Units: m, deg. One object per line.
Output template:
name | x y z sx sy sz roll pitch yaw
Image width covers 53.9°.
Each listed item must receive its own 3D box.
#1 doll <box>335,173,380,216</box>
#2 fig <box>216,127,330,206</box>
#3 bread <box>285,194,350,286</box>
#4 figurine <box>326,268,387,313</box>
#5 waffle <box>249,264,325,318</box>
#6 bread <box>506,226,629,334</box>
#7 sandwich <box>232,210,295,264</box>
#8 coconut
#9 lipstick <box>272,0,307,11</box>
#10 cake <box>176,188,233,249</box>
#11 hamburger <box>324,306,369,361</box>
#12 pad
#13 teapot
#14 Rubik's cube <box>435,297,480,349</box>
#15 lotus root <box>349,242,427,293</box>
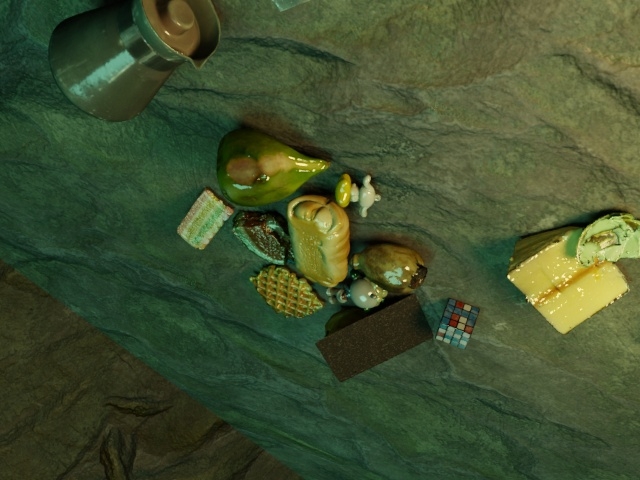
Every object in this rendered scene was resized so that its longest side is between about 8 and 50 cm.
doll | 0.092 -0.117 1.555 0.113 0.071 0.135 26 142 -11
fig | -0.114 -0.175 1.538 0.275 0.206 0.206 -1 145 -8
bread | 0.000 0.000 1.715 0.173 0.121 0.311 21 146 18
figurine | 0.109 0.152 1.870 0.197 0.093 0.147 -2 114 48
waffle | -0.114 0.169 2.085 0.243 0.058 0.238 -18 122 44
bread | 0.566 0.087 1.416 0.240 0.135 0.178 45 142 -18
sandwich | -0.145 0.003 1.857 0.159 0.079 0.235 -17 125 47
coconut | 0.619 -0.004 1.322 0.158 0.055 0.133 0 114 12
lipstick | 0.041 -0.488 1.100 0.317 0.068 0.066 -5 133 39
cake | -0.358 -0.059 1.924 0.109 0.090 0.225 39 144 -8
hamburger | 0.103 0.304 1.993 0.186 0.177 0.113 -9 125 24
pad | 0.167 0.299 1.903 0.330 0.004 0.220 -26 129 2
teapot | -0.408 -0.441 1.359 0.344 0.253 0.300 -16 95 37
Rubik's cube | 0.385 0.235 1.774 0.092 0.092 0.092 19 145 13
lotus root | 0.179 0.067 1.675 0.214 0.138 0.138 16 144 19
